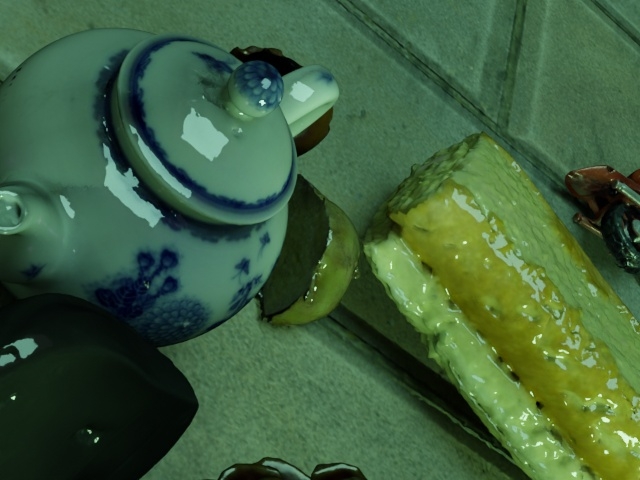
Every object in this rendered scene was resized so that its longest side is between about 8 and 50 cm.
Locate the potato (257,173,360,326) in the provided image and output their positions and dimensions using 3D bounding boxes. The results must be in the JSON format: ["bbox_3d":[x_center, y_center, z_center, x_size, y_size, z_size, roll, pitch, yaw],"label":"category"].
[{"bbox_3d":[0.000,0.000,1.198,0.089,0.100,0.172,26,44,-37],"label":"potato"}]

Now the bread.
[{"bbox_3d":[0.207,0.080,1.274,0.375,0.165,0.236,51,23,-7],"label":"bread"}]

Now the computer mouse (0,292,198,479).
[{"bbox_3d":[-0.184,0.104,0.859,0.086,0.137,0.270,46,-3,26],"label":"computer mouse"}]

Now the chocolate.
[{"bbox_3d":[-0.042,-0.135,1.229,0.133,0.127,0.124,2,70,-67],"label":"chocolate"}]

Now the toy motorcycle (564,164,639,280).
[{"bbox_3d":[0.439,-0.030,1.653,0.298,0.089,0.171,-2,63,-44],"label":"toy motorcycle"}]

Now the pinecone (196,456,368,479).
[{"bbox_3d":[-0.026,0.261,0.849,0.244,0.309,0.244,9,63,-17],"label":"pinecone"}]

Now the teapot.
[{"bbox_3d":[-0.123,-0.055,0.968,0.424,0.280,0.252,-29,86,-52],"label":"teapot"}]
